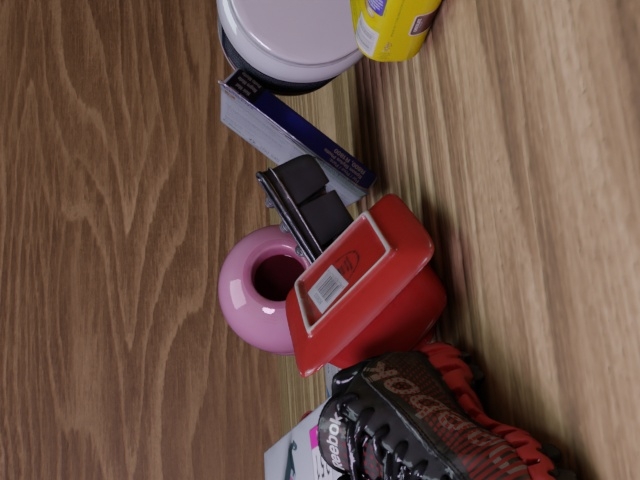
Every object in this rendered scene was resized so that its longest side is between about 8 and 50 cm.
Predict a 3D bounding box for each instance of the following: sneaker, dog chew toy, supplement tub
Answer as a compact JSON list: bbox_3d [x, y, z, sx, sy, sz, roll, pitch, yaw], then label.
[{"bbox_3d":[0.070,0.150,0.454,0.276,0.135,0.097,-124,34,-73],"label":"sneaker"},{"bbox_3d":[-0.059,0.103,1.170,0.332,0.207,0.206,88,178,-71],"label":"dog chew toy"},{"bbox_3d":[-0.029,-0.280,0.830,0.272,0.191,0.191,-139,47,-79],"label":"supplement tub"}]

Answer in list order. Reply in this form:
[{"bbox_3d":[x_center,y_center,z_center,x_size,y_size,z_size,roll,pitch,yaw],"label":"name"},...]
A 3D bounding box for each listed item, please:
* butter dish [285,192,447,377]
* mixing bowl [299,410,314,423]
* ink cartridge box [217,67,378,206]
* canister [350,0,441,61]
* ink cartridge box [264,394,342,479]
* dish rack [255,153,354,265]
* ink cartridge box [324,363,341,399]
[{"bbox_3d":[0.057,0.059,0.630,0.160,0.118,0.160,-45,22,10],"label":"butter dish"},{"bbox_3d":[0.035,0.294,0.817,0.181,0.098,0.181,-177,90,-73],"label":"mixing bowl"},{"bbox_3d":[-0.032,-0.128,0.889,0.045,0.223,0.224,-53,5,-6],"label":"ink cartridge box"},{"bbox_3d":[0.069,-0.244,0.570,0.170,0.074,0.126,110,156,-73],"label":"canister"},{"bbox_3d":[0.009,0.295,0.646,0.275,0.060,0.238,123,147,-57],"label":"ink cartridge box"},{"bbox_3d":[0.000,0.000,0.847,0.208,0.074,0.271,59,173,-3],"label":"dish rack"},{"bbox_3d":[0.047,0.173,0.875,0.181,0.062,0.104,111,155,-72],"label":"ink cartridge box"}]
